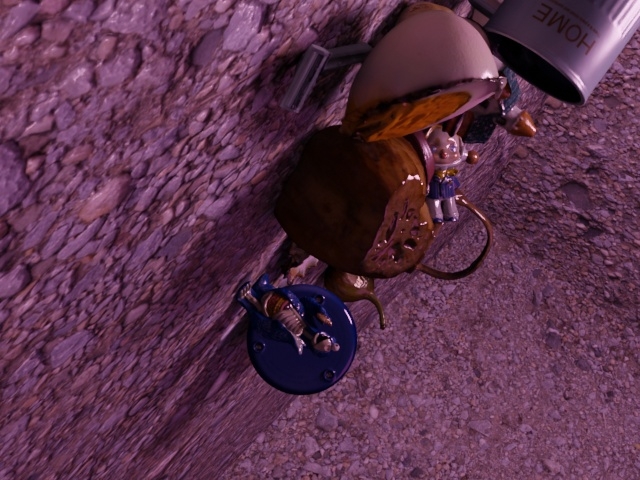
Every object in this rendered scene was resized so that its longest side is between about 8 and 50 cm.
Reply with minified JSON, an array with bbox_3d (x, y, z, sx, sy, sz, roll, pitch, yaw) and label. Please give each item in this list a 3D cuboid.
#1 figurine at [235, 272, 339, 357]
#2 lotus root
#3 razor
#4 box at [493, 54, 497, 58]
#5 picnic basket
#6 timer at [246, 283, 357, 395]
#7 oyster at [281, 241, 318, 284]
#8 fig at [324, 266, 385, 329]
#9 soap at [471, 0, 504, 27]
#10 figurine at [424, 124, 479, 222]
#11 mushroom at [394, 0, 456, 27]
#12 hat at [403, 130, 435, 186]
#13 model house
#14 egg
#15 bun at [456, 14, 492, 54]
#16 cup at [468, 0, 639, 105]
[{"bbox_3d":[-0.073,0.184,1.818,0.164,0.262,0.121,-16,137,-43],"label":"figurine"},{"bbox_3d":[0.107,-0.066,1.587,0.316,0.250,0.316,-19,134,-21],"label":"lotus root"},{"bbox_3d":[0.016,-0.293,1.322,0.111,0.056,0.278,-59,172,31],"label":"razor"},{"bbox_3d":[0.438,-0.450,2.155,0.245,0.092,0.153,-56,166,14],"label":"box"},{"bbox_3d":[0.343,-0.023,2.353,0.337,0.337,0.293,-32,157,-53],"label":"picnic basket"},{"bbox_3d":[-0.050,0.247,2.135,0.270,0.270,0.383,-51,180,-3],"label":"timer"},{"bbox_3d":[-0.007,-0.005,1.894,0.198,0.092,0.260,-41,172,-35],"label":"oyster"},{"bbox_3d":[0.120,0.153,2.356,0.149,0.245,0.149,-40,160,-18],"label":"fig"},{"bbox_3d":[0.411,-0.536,1.910,0.121,0.064,0.183,-48,166,-19],"label":"soap"},{"bbox_3d":[0.327,-0.188,2.157,0.193,0.274,0.133,-26,-173,-1],"label":"figurine"},{"bbox_3d":[0.194,-0.378,1.519,0.148,0.112,0.148,-18,128,-24],"label":"mushroom"},{"bbox_3d":[0.162,-0.190,1.736,0.089,0.205,0.205,-30,161,-12],"label":"hat"},{"bbox_3d":[0.347,-0.307,1.837,0.190,0.300,0.271,-48,167,-45],"label":"model house"},{"bbox_3d":[0.158,-0.285,1.403,0.286,0.174,0.264,-25,170,31],"label":"egg"},{"bbox_3d":[0.251,-0.365,1.631,0.119,0.173,0.173,-13,144,-37],"label":"bun"},{"bbox_3d":[0.499,-0.492,1.658,0.311,0.331,0.256,-53,144,5],"label":"cup"}]
